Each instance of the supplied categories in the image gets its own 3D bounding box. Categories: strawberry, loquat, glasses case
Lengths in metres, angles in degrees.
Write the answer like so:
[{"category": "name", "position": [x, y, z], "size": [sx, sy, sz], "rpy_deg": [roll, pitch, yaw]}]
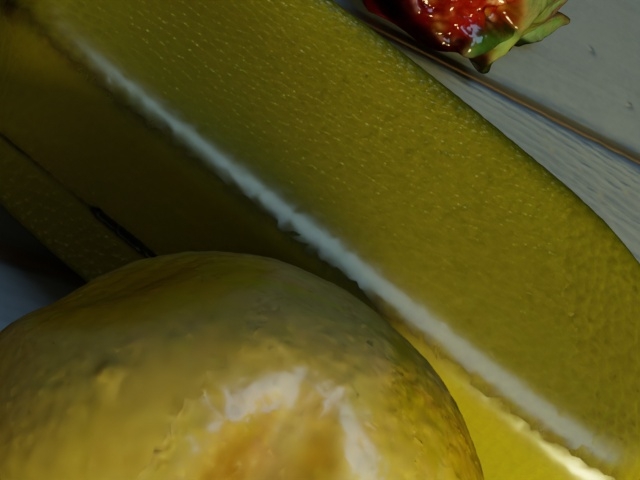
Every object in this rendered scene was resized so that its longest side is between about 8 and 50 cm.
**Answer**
[{"category": "strawberry", "position": [0.077, -0.274, 1.106], "size": [0.306, 0.137, 0.233], "rpy_deg": [57, 37, 3]}, {"category": "loquat", "position": [-0.042, 0.105, 0.589], "size": [0.213, 0.213, 0.213], "rpy_deg": [29, 41, -29]}, {"category": "glasses case", "position": [0.000, 0.000, 0.750], "size": [0.371, 0.141, 0.173], "rpy_deg": [38, 42, -2]}]
